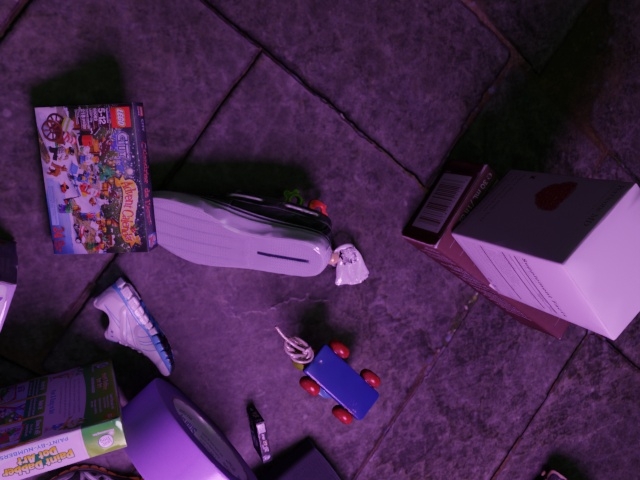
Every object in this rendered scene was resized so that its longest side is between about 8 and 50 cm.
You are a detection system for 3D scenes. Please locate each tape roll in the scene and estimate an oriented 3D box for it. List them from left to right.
[{"bbox_3d":[-0.213,0.357,1.069,0.090,0.275,0.275,-43,112,-10],"label":"tape roll"}]

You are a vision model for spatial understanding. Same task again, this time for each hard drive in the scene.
[{"bbox_3d":[-0.007,0.537,1.254,0.172,0.054,0.255,-32,95,-29],"label":"hard drive"}]

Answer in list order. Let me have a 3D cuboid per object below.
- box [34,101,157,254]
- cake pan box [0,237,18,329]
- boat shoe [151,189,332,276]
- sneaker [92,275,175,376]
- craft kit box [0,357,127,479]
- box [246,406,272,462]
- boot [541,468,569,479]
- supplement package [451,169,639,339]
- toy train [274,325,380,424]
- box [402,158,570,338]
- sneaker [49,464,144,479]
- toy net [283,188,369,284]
[{"bbox_3d":[-0.350,-0.096,1.019,0.159,0.044,0.233,-2,102,7],"label":"box"},{"bbox_3d":[-0.502,0.134,0.919,0.070,0.267,0.246,18,95,-28],"label":"cake pan box"},{"bbox_3d":[-0.142,-0.025,1.106,0.335,0.119,0.121,15,130,-2],"label":"boat shoe"},{"bbox_3d":[-0.320,0.159,1.109,0.083,0.071,0.191,-31,101,-7],"label":"sneaker"},{"bbox_3d":[-0.430,0.273,0.983,0.246,0.250,0.061,-16,105,-17],"label":"craft kit box"},{"bbox_3d":[-0.115,0.366,1.221,0.018,0.067,0.083,-14,106,-20],"label":"box"},{"bbox_3d":[0.457,0.639,1.458,0.284,0.138,0.377,-49,116,-5],"label":"boot"},{"bbox_3d":[0.399,0.008,1.085,0.177,0.293,0.175,-45,112,-9],"label":"supplement package"},{"bbox_3d":[-0.015,0.223,1.200,0.248,0.143,0.105,45,75,-17],"label":"toy train"},{"bbox_3d":[0.374,0.022,1.311,0.381,0.143,0.191,33,87,-25],"label":"box"},{"bbox_3d":[-0.375,0.451,1.128,0.215,0.083,0.084,11,97,-21],"label":"sneaker"},{"bbox_3d":[0.000,0.000,1.212,0.232,0.045,0.122,30,86,-25],"label":"toy net"}]
